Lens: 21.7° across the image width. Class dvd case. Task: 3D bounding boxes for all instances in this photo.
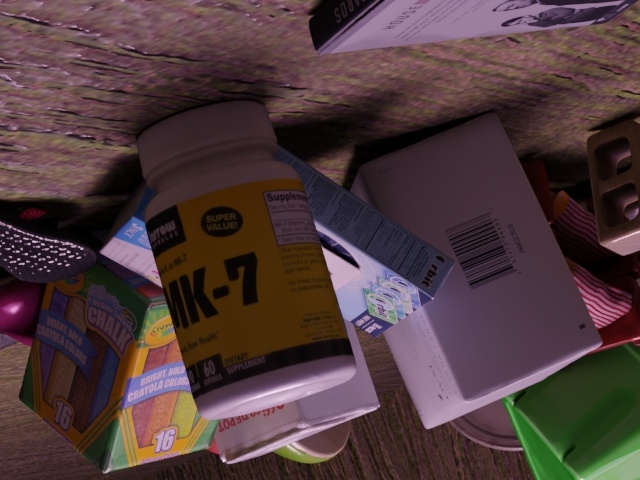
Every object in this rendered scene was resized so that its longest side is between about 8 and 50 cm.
[{"bbox_3d":[0.134,-0.170,1.029,0.239,0.029,0.179,-10,168,-31],"label":"dvd case"}]

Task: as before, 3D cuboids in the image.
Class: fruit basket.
[{"bbox_3d":[0.410,0.179,1.921,0.392,0.283,0.392,-19,134,-21],"label":"fruit basket"}]

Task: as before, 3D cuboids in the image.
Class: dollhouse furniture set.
[{"bbox_3d":[0.334,-0.013,1.661,0.374,0.152,0.201,-22,150,34],"label":"dollhouse furniture set"}]

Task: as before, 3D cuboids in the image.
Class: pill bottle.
[{"bbox_3d":[-0.058,0.014,1.196,0.119,0.208,0.119,-16,170,-3],"label":"pill bottle"}]

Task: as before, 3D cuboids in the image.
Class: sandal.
[{"bbox_3d":[-0.238,-0.008,1.303,0.067,0.040,0.179,-26,152,21],"label":"sandal"}]

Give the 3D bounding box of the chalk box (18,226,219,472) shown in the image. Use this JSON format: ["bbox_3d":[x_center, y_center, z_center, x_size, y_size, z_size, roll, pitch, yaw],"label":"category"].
[{"bbox_3d":[-0.151,0.068,1.433,0.132,0.132,0.213,-7,123,-46],"label":"chalk box"}]

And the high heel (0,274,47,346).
[{"bbox_3d":[-0.198,0.116,1.584,0.127,0.181,0.377,-16,170,21],"label":"high heel"}]

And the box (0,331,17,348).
[{"bbox_3d":[-0.338,0.089,1.661,0.162,0.029,0.116,-24,167,30],"label":"box"}]

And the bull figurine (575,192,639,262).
[{"bbox_3d":[0.336,-0.017,1.959,0.188,0.101,0.310,-8,165,-22],"label":"bull figurine"}]

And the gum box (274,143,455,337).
[{"bbox_3d":[0.000,0.000,1.353,0.041,0.184,0.157,-58,-175,-21],"label":"gum box"}]

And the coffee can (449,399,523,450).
[{"bbox_3d":[0.262,0.136,2.168,0.202,0.201,0.275,-19,-174,16],"label":"coffee can"}]

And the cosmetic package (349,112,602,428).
[{"bbox_3d":[0.124,0.035,1.514,0.138,0.224,0.224,-22,170,-8],"label":"cosmetic package"}]

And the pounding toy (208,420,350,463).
[{"bbox_3d":[-0.076,0.131,1.687,0.110,0.237,0.183,-30,165,25],"label":"pounding toy"}]

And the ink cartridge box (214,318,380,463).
[{"bbox_3d":[-0.051,0.077,1.510,0.092,0.217,0.158,-10,168,-35],"label":"ink cartridge box"}]

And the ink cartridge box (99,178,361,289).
[{"bbox_3d":[-0.071,0.016,1.315,0.181,0.061,0.104,30,156,-11],"label":"ink cartridge box"}]
